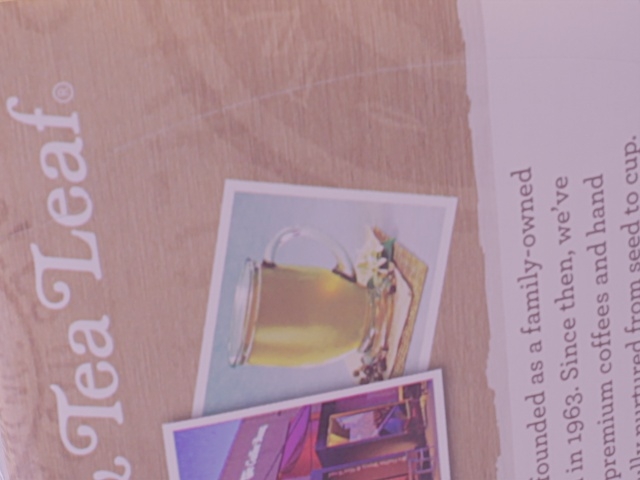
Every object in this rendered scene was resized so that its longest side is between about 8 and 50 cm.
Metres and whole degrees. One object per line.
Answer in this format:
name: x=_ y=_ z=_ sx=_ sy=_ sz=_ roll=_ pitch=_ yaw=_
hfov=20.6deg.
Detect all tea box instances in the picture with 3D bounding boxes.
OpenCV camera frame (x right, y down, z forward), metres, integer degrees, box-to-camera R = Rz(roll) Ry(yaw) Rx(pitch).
tea box: x=-0.019 y=0.030 z=0.619 sx=0.323 sy=0.220 sz=0.329 roll=-130 pitch=31 yaw=-65
